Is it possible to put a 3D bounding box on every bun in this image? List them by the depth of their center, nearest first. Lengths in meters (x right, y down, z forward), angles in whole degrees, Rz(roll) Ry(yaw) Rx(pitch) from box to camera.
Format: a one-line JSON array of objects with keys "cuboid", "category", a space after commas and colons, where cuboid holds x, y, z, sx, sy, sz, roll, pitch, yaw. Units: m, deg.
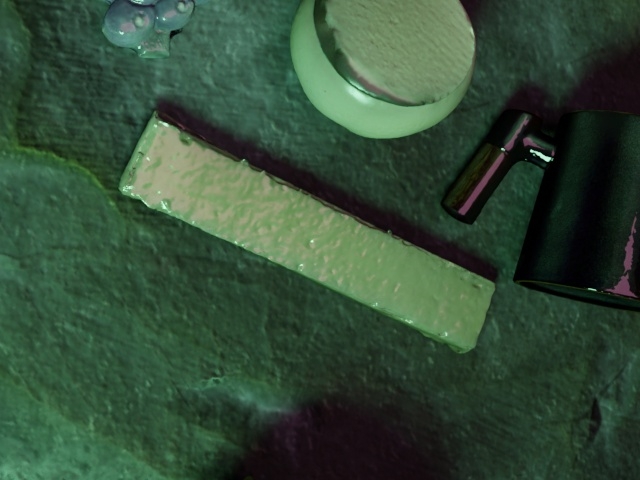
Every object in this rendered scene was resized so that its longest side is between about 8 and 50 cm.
[{"cuboid": [0.052, -0.168, 1.047, 0.173, 0.120, 0.172, 9, 65, -19], "category": "bun"}]

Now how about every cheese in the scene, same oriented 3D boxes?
[{"cuboid": [0.000, 0.001, 1.088, 0.400, 0.034, 0.085, 27, 84, -22], "category": "cheese"}]

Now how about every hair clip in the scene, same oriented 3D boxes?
[{"cuboid": [-0.144, -0.256, 1.004, 0.124, 0.052, 0.195, -2, 89, -17], "category": "hair clip"}]

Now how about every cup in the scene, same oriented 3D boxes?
[{"cuboid": [0.259, -0.035, 1.124, 0.239, 0.166, 0.177, 15, 86, -24], "category": "cup"}]

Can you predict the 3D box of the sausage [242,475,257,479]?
[{"cuboid": [-0.074, 0.384, 0.990, 0.233, 0.233, 0.287, 45, 78, -20], "category": "sausage"}]
